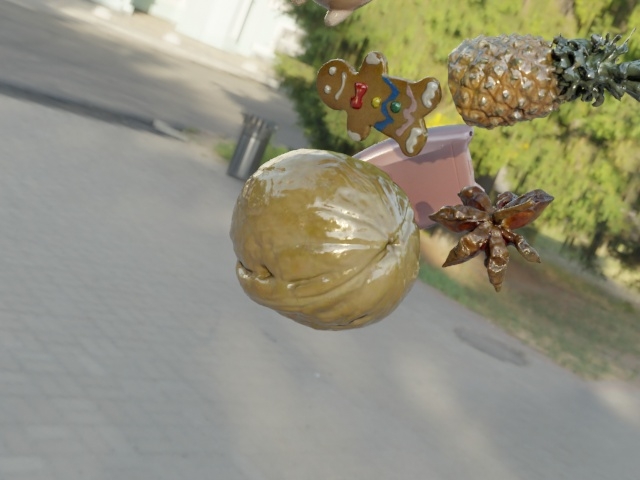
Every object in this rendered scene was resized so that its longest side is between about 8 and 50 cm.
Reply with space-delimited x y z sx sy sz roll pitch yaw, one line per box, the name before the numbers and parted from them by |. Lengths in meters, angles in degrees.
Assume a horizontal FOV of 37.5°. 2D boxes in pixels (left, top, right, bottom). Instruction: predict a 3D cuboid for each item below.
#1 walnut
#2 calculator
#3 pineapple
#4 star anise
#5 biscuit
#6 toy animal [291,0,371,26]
walnut | 0.000 0.000 1.529 0.332 0.333 0.333 22 11 -4
calculator | 0.193 -0.119 2.013 0.329 0.220 0.048 -18 24 -8
pineapple | 0.379 -0.263 1.482 0.340 0.169 0.169 -4 0 23
star anise | 0.293 -0.026 1.638 0.196 0.212 0.111 29 -8 31
biscuit | 0.075 -0.208 1.395 0.205 0.138 0.031 30 27 27
toy animal | 0.025 -0.408 1.239 0.166 0.154 0.250 32 -16 17
